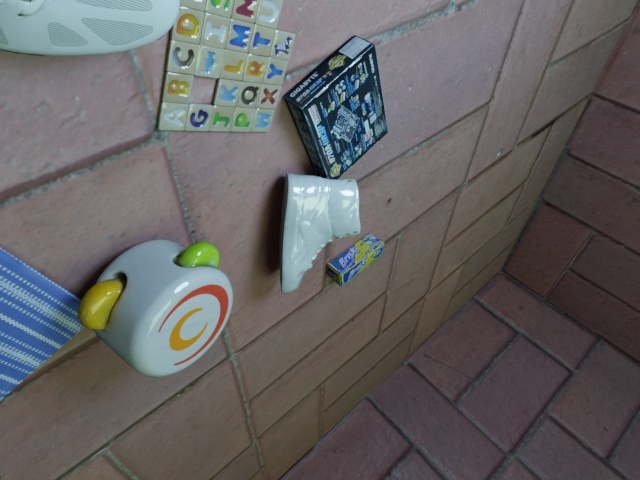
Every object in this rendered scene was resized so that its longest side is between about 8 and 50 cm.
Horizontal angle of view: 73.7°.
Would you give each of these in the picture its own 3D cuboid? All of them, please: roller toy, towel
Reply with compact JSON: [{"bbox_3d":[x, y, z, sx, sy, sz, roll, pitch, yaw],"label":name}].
[{"bbox_3d":[-0.253,0.103,0.679,0.209,0.146,0.191,-43,149,-36],"label":"roller toy"},{"bbox_3d":[-0.495,0.156,0.540,0.336,0.040,0.243,-44,148,-15],"label":"towel"}]

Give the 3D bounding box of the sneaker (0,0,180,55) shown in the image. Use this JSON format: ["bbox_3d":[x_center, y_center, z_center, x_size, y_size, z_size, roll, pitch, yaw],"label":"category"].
[{"bbox_3d":[-0.252,-0.178,0.259,0.447,0.257,0.169,-9,131,-49],"label":"sneaker"}]

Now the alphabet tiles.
[{"bbox_3d":[-0.117,-0.263,0.593,0.198,0.009,0.237,-14,135,-46],"label":"alphabet tiles"}]

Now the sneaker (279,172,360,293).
[{"bbox_3d":[0.000,0.000,0.884,0.169,0.108,0.293,0,131,-13],"label":"sneaker"}]

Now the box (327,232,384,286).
[{"bbox_3d":[0.098,0.051,1.180,0.169,0.059,0.054,-35,145,-25],"label":"box"}]

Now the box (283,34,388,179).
[{"bbox_3d":[0.041,-0.231,0.796,0.175,0.051,0.220,-44,150,-10],"label":"box"}]
